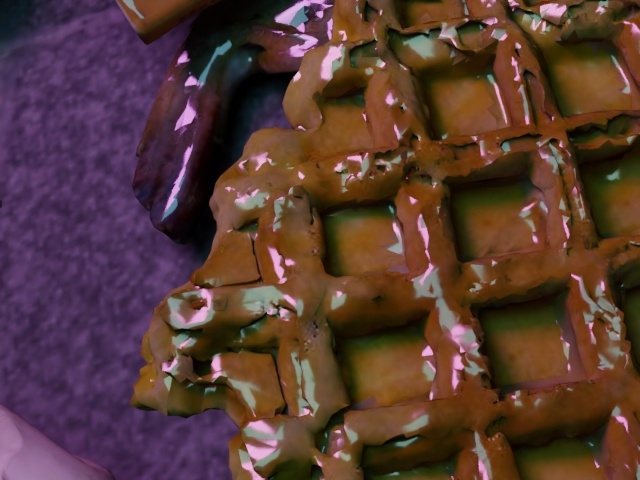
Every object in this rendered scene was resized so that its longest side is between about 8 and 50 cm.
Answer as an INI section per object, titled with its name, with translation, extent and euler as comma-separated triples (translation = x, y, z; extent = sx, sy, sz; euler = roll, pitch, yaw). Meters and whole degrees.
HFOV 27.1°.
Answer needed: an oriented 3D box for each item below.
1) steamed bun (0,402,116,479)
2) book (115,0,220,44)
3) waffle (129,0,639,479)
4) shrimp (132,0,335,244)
[steamed bun]
translation = -0.134, 0.130, 0.432
extent = 0.183, 0.106, 0.183
euler = -8, 68, 20
[book]
translation = 0.001, -0.237, 0.523
extent = 0.295, 0.020, 0.208
euler = -32, 81, -5
[waffle]
translation = 0.096, 0.018, 0.386
extent = 0.291, 0.051, 0.291
euler = 1, 66, -3
[shrimp]
translation = 0.000, 0.000, 0.470
extent = 0.169, 0.058, 0.296
euler = -5, 62, 27
